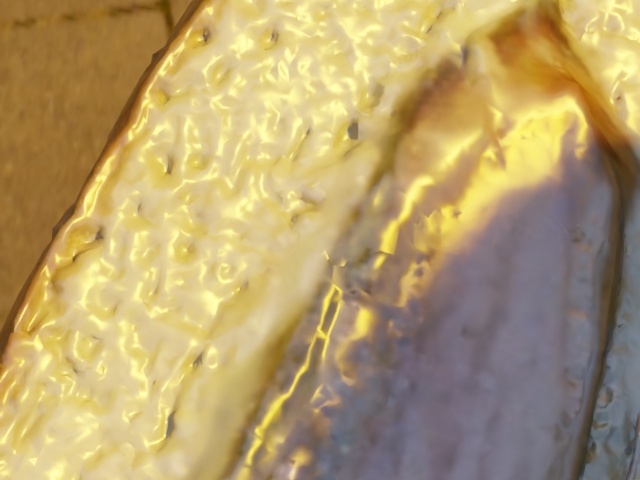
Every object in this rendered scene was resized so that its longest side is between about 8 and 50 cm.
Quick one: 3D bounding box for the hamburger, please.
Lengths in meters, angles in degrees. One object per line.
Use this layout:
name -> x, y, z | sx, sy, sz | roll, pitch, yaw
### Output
hamburger -> 0.000, 0.000, 0.426 | 0.135, 0.155, 0.208 | 17, 83, -15
